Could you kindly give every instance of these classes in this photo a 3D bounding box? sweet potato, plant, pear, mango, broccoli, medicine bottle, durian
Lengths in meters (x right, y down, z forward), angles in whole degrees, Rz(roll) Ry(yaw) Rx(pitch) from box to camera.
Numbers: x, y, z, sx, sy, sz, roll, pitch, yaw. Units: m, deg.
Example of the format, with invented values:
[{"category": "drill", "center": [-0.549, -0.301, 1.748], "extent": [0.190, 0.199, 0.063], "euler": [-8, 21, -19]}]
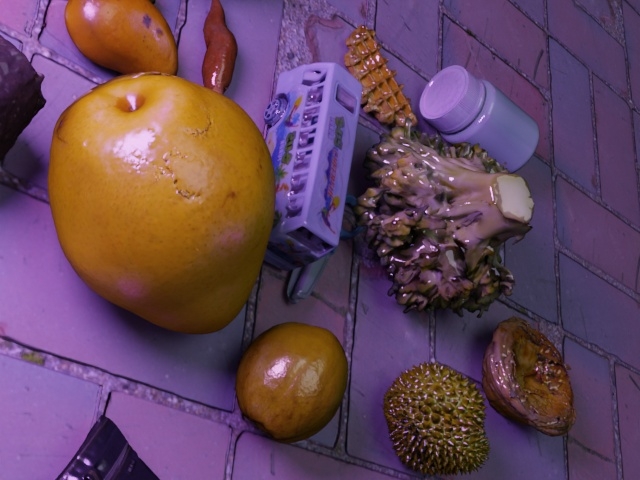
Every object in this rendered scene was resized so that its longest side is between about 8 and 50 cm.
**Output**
[{"category": "sweet potato", "center": [-0.154, -0.299, 1.351], "extent": [0.056, 0.056, 0.194], "euler": [17, 58, -40]}, {"category": "plant", "center": [-0.422, -0.104, 0.935], "extent": [0.146, 0.149, 0.274], "euler": [25, 65, 14]}, {"category": "pear", "center": [-0.040, 0.190, 1.193], "extent": [0.149, 0.149, 0.162], "euler": [47, 56, -21]}, {"category": "mango", "center": [-0.264, -0.282, 1.204], "extent": [0.178, 0.090, 0.115], "euler": [21, 71, -42]}, {"category": "pear", "center": [-0.190, -0.036, 1.072], "extent": [0.285, 0.285, 0.336], "euler": [-28, 134, -48]}, {"category": "broccoli", "center": [0.208, -0.036, 1.493], "extent": [0.324, 0.272, 0.334], "euler": [5, 72, -3]}, {"category": "medicine bottle", "center": [0.311, -0.232, 1.728], "extent": [0.225, 0.139, 0.139], "euler": [30, 54, -34]}, {"category": "durian", "center": [0.186, 0.285, 1.377], "extent": [0.159, 0.146, 0.198], "euler": [-34, 95, -45]}]

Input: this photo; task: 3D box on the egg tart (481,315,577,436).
[{"category": "egg tart", "center": [0.373, 0.256, 1.622], "extent": [0.252, 0.098, 0.231], "euler": [-4, 70, -50]}]

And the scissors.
[{"category": "scissors", "center": [0.000, 0.000, 1.394], "extent": [0.125, 0.030, 0.256], "euler": [46, 43, -22]}]

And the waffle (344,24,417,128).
[{"category": "waffle", "center": [0.109, -0.298, 1.621], "extent": [0.161, 0.046, 0.192], "euler": [11, 66, -40]}]

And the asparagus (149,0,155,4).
[{"category": "asparagus", "center": [-0.312, -0.349, 1.222], "extent": [0.178, 0.041, 0.045], "euler": [-4, 45, -33]}]

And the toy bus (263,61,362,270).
[{"category": "toy bus", "center": [-0.022, -0.125, 1.346], "extent": [0.109, 0.136, 0.329], "euler": [32, 54, -35]}]

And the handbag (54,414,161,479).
[{"category": "handbag", "center": [-0.246, 0.345, 0.957], "extent": [0.211, 0.089, 0.254], "euler": [56, 42, -20]}]
